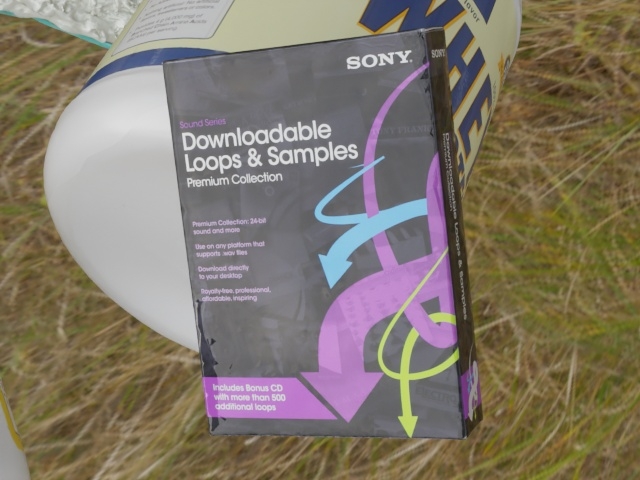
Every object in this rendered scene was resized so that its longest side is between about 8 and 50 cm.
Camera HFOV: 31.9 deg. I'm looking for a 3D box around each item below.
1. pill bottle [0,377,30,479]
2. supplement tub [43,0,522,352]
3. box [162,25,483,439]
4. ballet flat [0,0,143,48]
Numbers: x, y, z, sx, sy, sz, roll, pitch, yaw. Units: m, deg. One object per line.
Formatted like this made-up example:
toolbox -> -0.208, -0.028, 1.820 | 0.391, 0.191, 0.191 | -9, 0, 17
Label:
pill bottle -> -0.268, 0.087, 0.593 | 0.188, 0.188, 0.334 | -31, 72, 25
supplement tub -> -0.004, -0.104, 0.718 | 0.235, 0.325, 0.235 | 15, 144, 12
box -> 0.000, 0.000, 0.457 | 0.116, 0.029, 0.162 | -4, 97, 22
ballet flat -> -0.298, -0.273, 0.977 | 0.409, 0.147, 0.147 | 8, 112, -26
